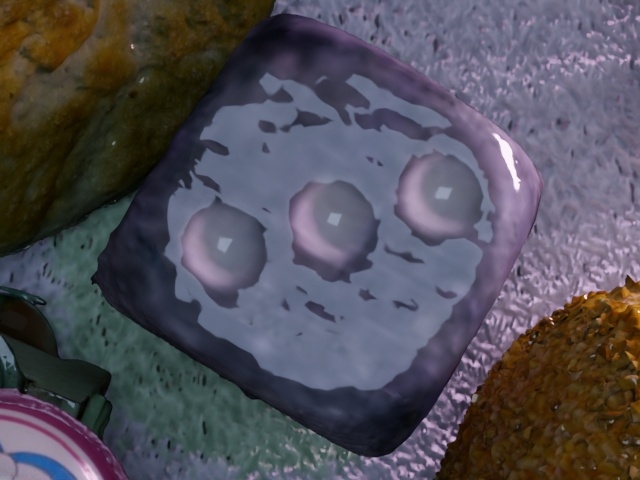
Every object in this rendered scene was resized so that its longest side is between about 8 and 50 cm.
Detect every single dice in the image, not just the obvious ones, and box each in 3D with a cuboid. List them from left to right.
[{"bbox_3d":[0.000,0.000,0.796,0.183,0.181,0.182,32,85,1],"label":"dice"}]

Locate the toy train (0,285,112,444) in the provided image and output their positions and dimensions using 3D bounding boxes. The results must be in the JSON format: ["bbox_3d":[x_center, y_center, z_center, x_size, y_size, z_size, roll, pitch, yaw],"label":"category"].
[{"bbox_3d":[-0.276,0.070,0.809,0.326,0.129,0.159,24,91,-1],"label":"toy train"}]

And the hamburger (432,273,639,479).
[{"bbox_3d":[0.145,0.162,0.742,0.179,0.294,0.276,16,98,-17],"label":"hamburger"}]

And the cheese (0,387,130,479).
[{"bbox_3d":[-0.195,0.142,0.721,0.244,0.062,0.155,7,96,-1],"label":"cheese"}]

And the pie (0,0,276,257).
[{"bbox_3d":[-0.151,-0.122,0.770,0.323,0.323,0.070,-41,56,-5],"label":"pie"}]
